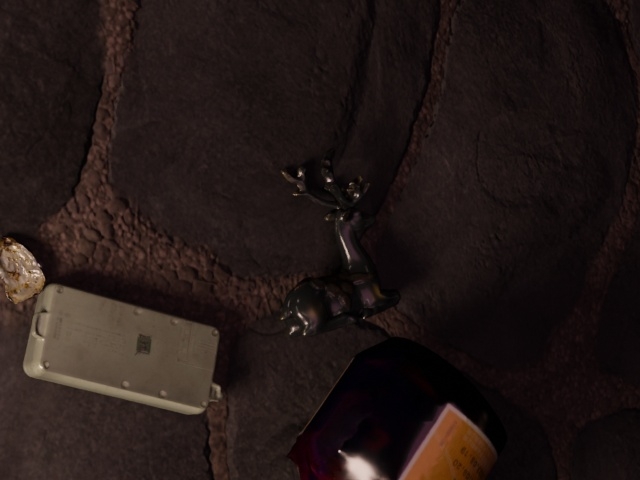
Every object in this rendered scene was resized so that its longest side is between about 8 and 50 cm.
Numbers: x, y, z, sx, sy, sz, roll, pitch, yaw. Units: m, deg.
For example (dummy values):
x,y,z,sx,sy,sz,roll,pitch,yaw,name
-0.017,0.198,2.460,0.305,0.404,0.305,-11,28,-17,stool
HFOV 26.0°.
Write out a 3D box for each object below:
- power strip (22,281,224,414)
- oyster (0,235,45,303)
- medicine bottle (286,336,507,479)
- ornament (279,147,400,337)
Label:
x,y,z,sx,sy,sz,roll,pitch,yaw,name
-0.241,0.137,1.728,0.270,0.046,0.118,18,70,-30,power strip
-0.367,0.032,1.673,0.054,0.019,0.083,-25,93,-23,oyster
0.045,0.337,1.792,0.242,0.242,0.395,47,73,-20,medicine bottle
0.000,0.000,1.896,0.202,0.080,0.236,-18,96,-38,ornament
